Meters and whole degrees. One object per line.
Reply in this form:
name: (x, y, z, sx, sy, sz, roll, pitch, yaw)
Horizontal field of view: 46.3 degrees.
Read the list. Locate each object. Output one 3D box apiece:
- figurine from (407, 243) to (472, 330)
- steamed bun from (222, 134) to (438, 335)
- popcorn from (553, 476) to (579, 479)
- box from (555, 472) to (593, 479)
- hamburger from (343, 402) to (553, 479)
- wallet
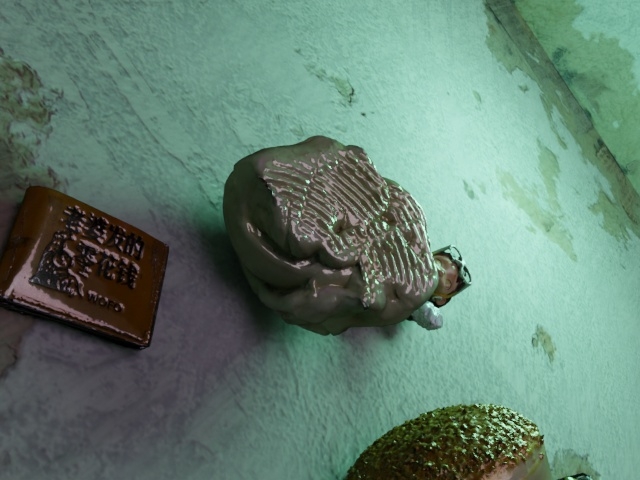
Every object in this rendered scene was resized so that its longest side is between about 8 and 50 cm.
figurine: (0.150, 0.079, 1.273, 0.240, 0.116, 0.174, -15, 73, -45)
steamed bun: (0.000, 0.000, 1.096, 0.275, 0.206, 0.320, -40, 96, -38)
popcorn: (0.347, 0.445, 1.157, 0.218, 0.169, 0.189, 24, 67, 10)
box: (0.536, 0.600, 1.327, 0.369, 0.112, 0.190, 47, 37, -14)
hamburger: (0.168, 0.321, 0.990, 0.294, 0.276, 0.179, -35, 102, -57)
wallet: (-0.276, 0.033, 0.895, 0.195, 0.042, 0.161, 29, 46, -32)
